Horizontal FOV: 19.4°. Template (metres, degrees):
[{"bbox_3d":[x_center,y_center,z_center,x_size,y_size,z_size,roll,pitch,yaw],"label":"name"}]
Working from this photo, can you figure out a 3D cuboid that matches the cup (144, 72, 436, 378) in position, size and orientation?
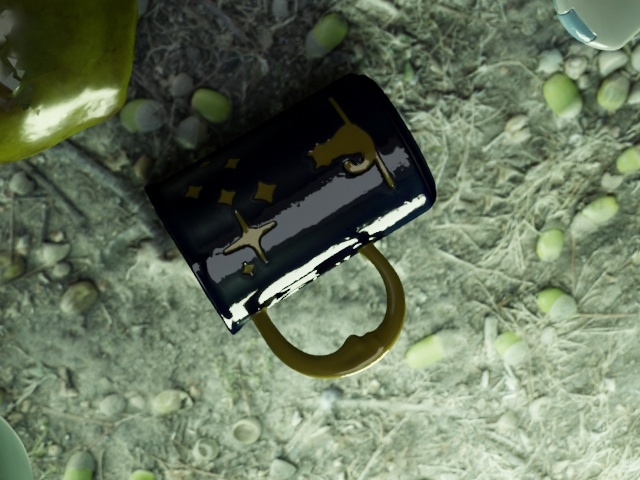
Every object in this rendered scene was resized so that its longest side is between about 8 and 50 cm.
[{"bbox_3d":[-0.006,-0.008,1.903,0.256,0.178,0.255,-30,104,-2],"label":"cup"}]

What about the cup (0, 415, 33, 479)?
[{"bbox_3d":[-0.446,0.351,1.901,0.357,0.274,0.259,-33,119,0],"label":"cup"}]

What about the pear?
[{"bbox_3d":[-0.324,-0.198,1.693,0.321,0.269,0.269,18,109,-13],"label":"pear"}]

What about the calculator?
[{"bbox_3d":[0.334,-0.294,1.957,0.210,0.039,0.121,-42,121,5],"label":"calculator"}]
